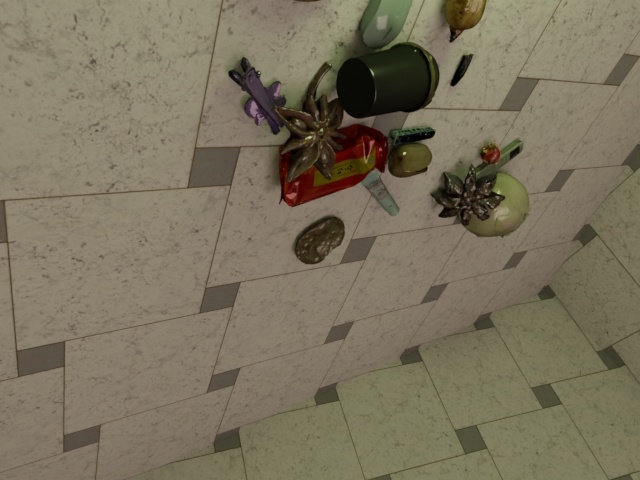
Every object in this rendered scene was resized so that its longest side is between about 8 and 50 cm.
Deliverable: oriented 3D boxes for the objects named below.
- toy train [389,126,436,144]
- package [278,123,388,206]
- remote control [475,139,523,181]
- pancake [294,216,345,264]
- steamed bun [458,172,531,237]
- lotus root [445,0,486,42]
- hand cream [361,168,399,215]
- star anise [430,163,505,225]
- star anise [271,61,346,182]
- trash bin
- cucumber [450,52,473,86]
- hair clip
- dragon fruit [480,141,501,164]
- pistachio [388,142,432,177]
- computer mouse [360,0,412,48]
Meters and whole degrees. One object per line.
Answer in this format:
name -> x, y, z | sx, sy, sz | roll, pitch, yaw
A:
toy train -> 0.352, -0.398, 1.994 | 0.207, 0.047, 0.043 | -14, 141, -30
package -> 0.035, -0.263, 1.818 | 0.423, 0.123, 0.196 | -21, 143, -20
remote control -> 0.805, -0.354, 2.436 | 0.309, 0.038, 0.090 | -35, 145, -2
pancake -> 0.000, -0.001, 2.168 | 0.222, 0.042, 0.236 | 16, 118, -43
steamed bun -> 0.844, -0.150, 2.539 | 0.334, 0.233, 0.311 | -49, 144, 16
lotus root -> 0.448, -0.724, 1.636 | 0.124, 0.118, 0.221 | 7, 139, -2
hand cream -> 0.239, -0.198, 2.136 | 0.085, 0.058, 0.331 | -26, 143, 16
star anise -> 0.653, -0.188, 2.346 | 0.331, 0.118, 0.332 | 5, 126, 7
star anise -> -0.022, -0.340, 1.612 | 0.292, 0.108, 0.350 | -37, 127, -39
trash bin -> 0.227, -0.493, 1.620 | 0.333, 0.214, 0.214 | -19, 143, -34
cucumber -> 0.507, -0.609, 1.890 | 0.033, 0.034, 0.135 | -18, 142, -32
hair clip -> -0.168, -0.418, 1.511 | 0.137, 0.090, 0.278 | -48, 153, -5
dragon fruit -> 0.749, -0.384, 2.319 | 0.086, 0.081, 0.116 | -15, 142, -11
pistachio -> 0.347, -0.305, 2.030 | 0.206, 0.131, 0.130 | -14, 148, -34
computer mouse -> 0.203, -0.666, 1.535 | 0.127, 0.079, 0.231 | 3, 127, -45
